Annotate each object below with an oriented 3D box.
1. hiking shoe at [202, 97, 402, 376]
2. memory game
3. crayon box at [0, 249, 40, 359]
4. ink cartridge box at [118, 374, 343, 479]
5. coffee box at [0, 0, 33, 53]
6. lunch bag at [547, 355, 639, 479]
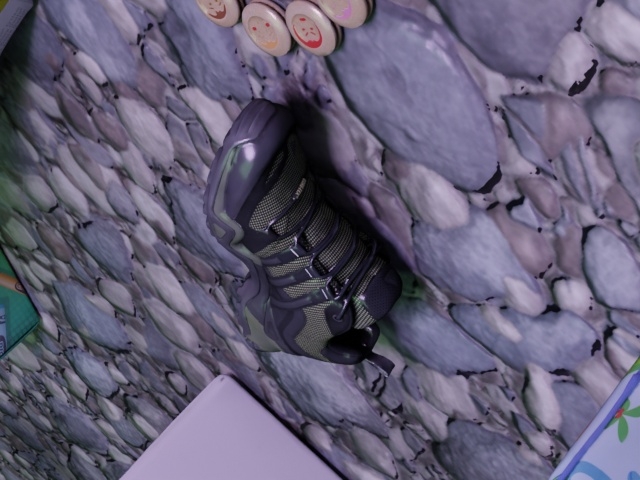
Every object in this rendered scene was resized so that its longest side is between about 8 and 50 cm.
[{"bbox_3d":[0.000,0.000,0.873,0.114,0.086,0.227,15,146,20],"label":"hiking shoe"},{"bbox_3d":[-0.045,-0.178,0.758,0.186,0.012,0.186,30,147,22],"label":"memory game"},{"bbox_3d":[-0.397,-0.016,1.312,0.165,0.081,0.278,15,139,41],"label":"crayon box"},{"bbox_3d":[-0.077,0.332,1.269,0.285,0.166,0.395,42,150,6],"label":"ink cartridge box"},{"bbox_3d":[-0.456,-0.134,0.859,0.338,0.338,0.334,38,-172,10],"label":"coffee box"},{"bbox_3d":[0.202,0.125,0.624,0.176,0.219,0.090,35,149,15],"label":"lunch bag"}]
